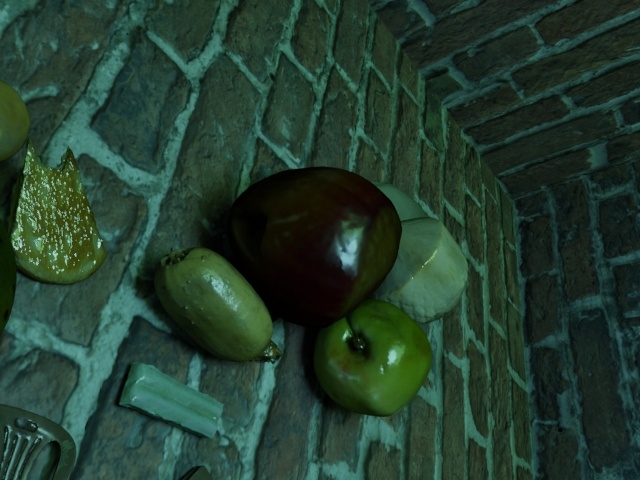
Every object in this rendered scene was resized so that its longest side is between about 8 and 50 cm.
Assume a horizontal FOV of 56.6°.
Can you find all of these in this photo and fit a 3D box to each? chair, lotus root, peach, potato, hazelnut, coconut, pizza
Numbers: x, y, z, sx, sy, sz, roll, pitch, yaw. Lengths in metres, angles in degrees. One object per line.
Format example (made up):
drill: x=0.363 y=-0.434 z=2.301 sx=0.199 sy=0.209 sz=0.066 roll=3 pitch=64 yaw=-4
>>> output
chair: x=-0.410 y=0.384 z=0.802 sx=0.175 sy=0.183 sz=0.327 roll=38 pitch=47 yaw=-40
lotus root: x=-0.200 y=0.153 z=1.219 sx=0.343 sy=0.169 sz=0.152 roll=53 pitch=35 yaw=-24
peach: x=0.140 y=0.298 z=1.536 sx=0.315 sy=0.281 sz=0.314 roll=46 pitch=35 yaw=-43
potato: x=-0.561 y=-0.193 z=0.923 sx=0.233 sy=0.146 sz=0.151 roll=-15 pitch=117 yaw=-57
hazelnut: x=0.000 y=0.000 z=1.371 sx=0.429 sy=0.401 sz=0.403 roll=-4 pitch=77 yaw=-68
coconut: x=0.252 y=0.071 z=1.668 sx=0.328 sy=0.328 sz=0.329 roll=29 pitch=52 yaw=-45
pizza: x=-0.467 y=-0.047 z=1.024 sx=0.181 sy=0.034 sz=0.262 roll=-23 pitch=107 yaw=-55

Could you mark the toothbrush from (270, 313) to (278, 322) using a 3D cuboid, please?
toothbrush: x=-0.085 y=0.168 z=1.506 sx=0.297 sy=0.030 sz=0.030 roll=-45 pitch=137 yaw=-55

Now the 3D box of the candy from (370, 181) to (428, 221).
candy: x=0.244 y=-0.004 z=1.927 sx=0.427 sy=0.186 sz=0.386 roll=48 pitch=44 yaw=-23

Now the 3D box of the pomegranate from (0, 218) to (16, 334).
pomegranate: x=-0.542 y=0.027 z=0.704 sx=0.358 sy=0.216 sz=0.310 roll=-9 pitch=64 yaw=-53

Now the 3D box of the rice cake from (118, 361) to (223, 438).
rice cake: x=-0.281 y=0.313 z=1.144 sx=0.226 sy=0.040 sz=0.085 roll=40 pitch=44 yaw=-37

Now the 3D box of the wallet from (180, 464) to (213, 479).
wallet: x=-0.245 y=0.503 z=1.105 sx=0.152 sy=0.038 sz=0.118 roll=-32 pitch=103 yaw=-59
